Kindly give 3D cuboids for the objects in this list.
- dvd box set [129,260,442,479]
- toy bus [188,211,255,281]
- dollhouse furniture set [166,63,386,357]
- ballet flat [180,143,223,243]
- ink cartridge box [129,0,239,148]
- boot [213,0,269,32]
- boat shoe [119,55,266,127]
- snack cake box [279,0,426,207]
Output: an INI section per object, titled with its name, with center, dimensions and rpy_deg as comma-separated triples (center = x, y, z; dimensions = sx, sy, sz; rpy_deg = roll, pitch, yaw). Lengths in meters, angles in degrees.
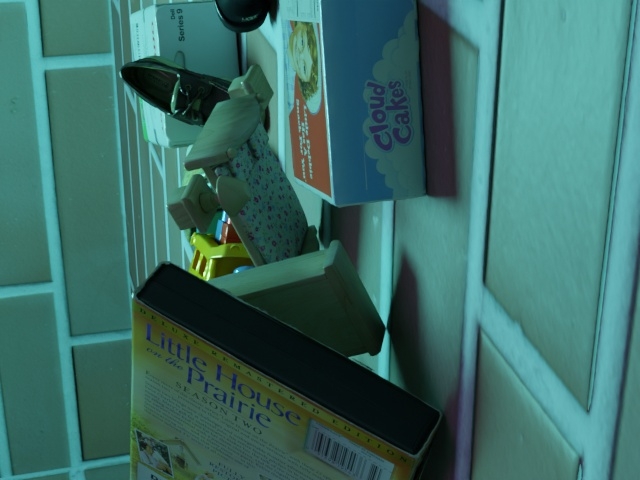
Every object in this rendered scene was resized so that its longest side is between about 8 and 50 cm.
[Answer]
[dvd box set]
center = -0.057, 0.229, 1.352
dimensions = 0.062, 0.307, 0.420
rpy_deg = -53, -17, -36
[toy bus]
center = -0.103, 0.052, 1.752
dimensions = 0.220, 0.149, 0.212
rpy_deg = -146, 66, -69
[dollhouse furniture set]
center = 0.000, 0.000, 1.441
dimensions = 0.303, 0.173, 0.356
rpy_deg = 63, -154, -28
[ballet flat]
center = -0.152, -0.084, 1.882
dimensions = 0.348, 0.123, 0.123
rpy_deg = 115, 146, -71
[ink cartridge box]
center = -0.206, -0.254, 2.015
dimensions = 0.289, 0.121, 0.211
rpy_deg = -153, 57, -73
[boot]
center = -0.109, -0.393, 1.596
dimensions = 0.207, 0.094, 0.247
rpy_deg = 125, 130, -75
[boat shoe]
center = -0.179, -0.193, 1.799
dimensions = 0.223, 0.073, 0.080
rpy_deg = 26, 113, 26
[snack cake box]
center = 0.024, -0.174, 1.177
dimensions = 0.152, 0.089, 0.265
rpy_deg = -147, 51, -70
